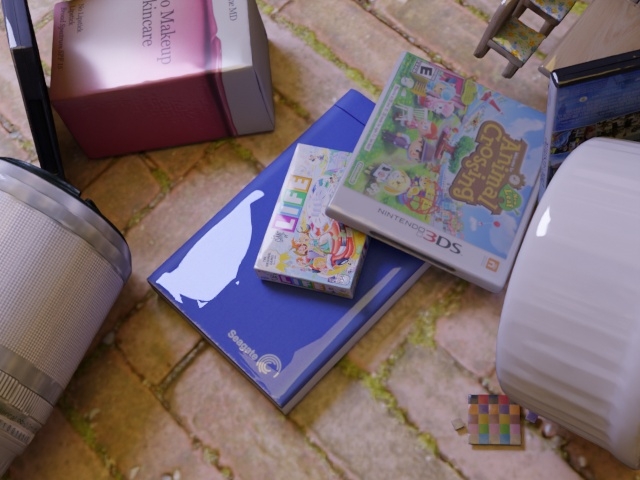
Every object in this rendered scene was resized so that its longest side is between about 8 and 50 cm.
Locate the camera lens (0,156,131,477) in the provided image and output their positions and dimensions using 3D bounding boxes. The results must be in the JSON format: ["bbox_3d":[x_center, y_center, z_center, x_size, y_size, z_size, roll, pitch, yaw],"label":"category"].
[{"bbox_3d":[-0.333,0.068,0.920,0.219,0.219,0.274,19,68,18],"label":"camera lens"}]

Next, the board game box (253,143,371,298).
[{"bbox_3d":[0.004,-0.023,0.973,0.103,0.026,0.154,11,65,15],"label":"board game box"}]

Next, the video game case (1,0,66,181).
[{"bbox_3d":[-0.315,-0.186,1.019,0.026,0.274,0.196,-12,61,-13],"label":"video game case"}]

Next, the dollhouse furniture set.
[{"bbox_3d":[0.327,-0.245,0.976,0.212,0.161,0.242,38,66,7],"label":"dollhouse furniture set"}]

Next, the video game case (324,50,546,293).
[{"bbox_3d":[0.133,-0.076,0.970,0.193,0.023,0.212,25,66,2],"label":"video game case"}]

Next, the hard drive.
[{"bbox_3d":[0.000,0.000,1.001,0.210,0.040,0.318,39,75,24],"label":"hard drive"}]

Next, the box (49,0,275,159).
[{"bbox_3d":[-0.180,-0.202,1.086,0.232,0.127,0.149,-9,62,5],"label":"box"}]

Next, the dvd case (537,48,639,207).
[{"bbox_3d":[0.298,-0.093,0.880,0.180,0.253,0.022,-13,59,2],"label":"dvd case"}]

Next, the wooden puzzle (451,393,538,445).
[{"bbox_3d":[0.168,0.174,0.904,0.083,0.006,0.049,0,63,9],"label":"wooden puzzle"}]

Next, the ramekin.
[{"bbox_3d":[0.261,0.044,0.813,0.135,0.277,0.277,20,68,27],"label":"ramekin"}]
